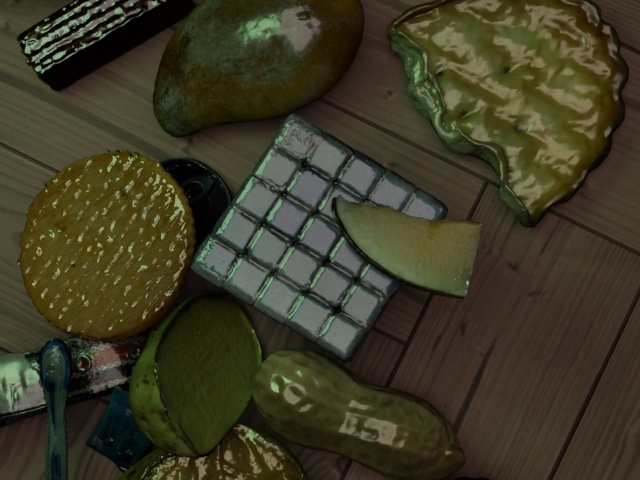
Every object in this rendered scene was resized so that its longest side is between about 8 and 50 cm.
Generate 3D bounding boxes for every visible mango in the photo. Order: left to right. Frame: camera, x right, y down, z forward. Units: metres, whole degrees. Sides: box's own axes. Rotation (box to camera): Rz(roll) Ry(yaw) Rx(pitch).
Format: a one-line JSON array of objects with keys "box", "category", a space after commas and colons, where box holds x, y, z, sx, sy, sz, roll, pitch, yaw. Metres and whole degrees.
[{"box": [-0.089, -0.248, 1.876, 0.316, 0.146, 0.193, -29, 84, 13], "category": "mango"}]

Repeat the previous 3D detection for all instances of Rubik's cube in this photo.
[{"box": [0.000, 0.000, 1.801, 0.237, 0.238, 0.237, 31, 87, 2], "category": "Rubik's cube"}]

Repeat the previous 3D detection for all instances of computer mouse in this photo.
[{"box": [-0.224, -0.011, 1.876, 0.137, 0.096, 0.233, 43, 89, 4], "category": "computer mouse"}]

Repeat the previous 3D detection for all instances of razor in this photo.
[{"box": [-0.335, 0.277, 1.804, 0.093, 0.056, 0.324, 2, 115, 0], "category": "razor"}]

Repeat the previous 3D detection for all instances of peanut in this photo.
[{"box": [0.050, 0.235, 1.833, 0.298, 0.136, 0.120, 24, 81, -3], "category": "peanut"}]

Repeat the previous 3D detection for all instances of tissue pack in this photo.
[{"box": [-0.257, 0.257, 1.848, 0.085, 0.028, 0.138, 35, 129, 4], "category": "tissue pack"}]

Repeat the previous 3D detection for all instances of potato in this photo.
[{"box": [-0.177, 0.172, 1.799, 0.111, 0.271, 0.160, -24, 107, 28], "category": "potato"}]

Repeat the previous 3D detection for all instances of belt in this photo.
[{"box": [-0.392, 0.192, 1.850, 0.359, 0.126, 0.094, -16, 73, -5], "category": "belt"}]

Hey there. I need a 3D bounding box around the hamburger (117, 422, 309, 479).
[{"box": [-0.140, 0.383, 1.827, 0.285, 0.134, 0.265, -26, 83, -8], "category": "hamburger"}]

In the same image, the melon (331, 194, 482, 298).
[{"box": [0.096, 0.007, 1.659, 0.182, 0.054, 0.098, 11, 81, -6], "category": "melon"}]

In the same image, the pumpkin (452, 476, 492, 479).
[{"box": [0.190, 0.414, 1.802, 0.220, 0.162, 0.220, -1, 82, 4], "category": "pumpkin"}]

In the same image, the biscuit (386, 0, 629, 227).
[{"box": [0.252, -0.184, 1.895, 0.329, 0.078, 0.335, 0, 86, -2], "category": "biscuit"}]

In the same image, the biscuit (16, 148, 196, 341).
[{"box": [-0.275, 0.008, 1.816, 0.254, 0.035, 0.254, -3, 81, 18], "category": "biscuit"}]

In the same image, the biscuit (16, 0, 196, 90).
[{"box": [-0.281, -0.297, 1.896, 0.252, 0.106, 0.070, -31, 84, -2], "category": "biscuit"}]
